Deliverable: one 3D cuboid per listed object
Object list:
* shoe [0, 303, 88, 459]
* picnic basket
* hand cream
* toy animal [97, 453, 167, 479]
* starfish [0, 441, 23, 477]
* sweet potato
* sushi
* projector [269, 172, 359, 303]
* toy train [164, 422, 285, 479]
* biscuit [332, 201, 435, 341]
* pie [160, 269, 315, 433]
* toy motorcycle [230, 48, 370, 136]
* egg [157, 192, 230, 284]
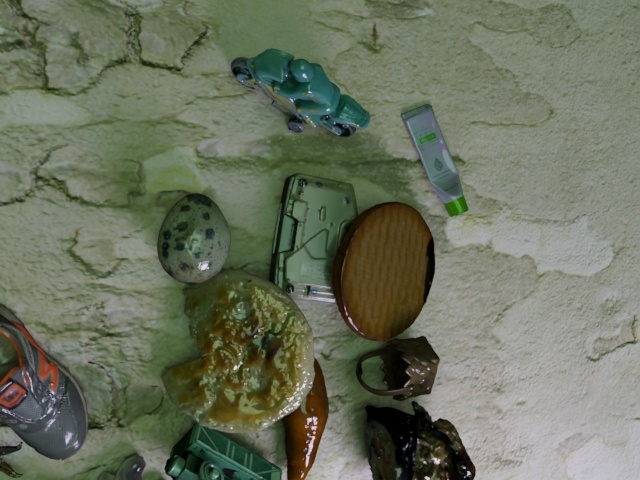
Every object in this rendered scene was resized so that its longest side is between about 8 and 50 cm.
[{"bbox_3d":[-0.531,0.259,0.962,0.132,0.171,0.336,-35,101,-17],"label":"shoe"},{"bbox_3d":[0.169,0.292,1.237,0.179,0.128,0.137,-3,121,-15],"label":"picnic basket"},{"bbox_3d":[0.285,-0.193,1.323,0.079,0.050,0.275,-28,96,-45],"label":"hand cream"},{"bbox_3d":[-0.308,0.583,1.051,0.266,0.188,0.307,-7,97,-11],"label":"toy animal"},{"bbox_3d":[-0.612,0.393,1.001,0.133,0.041,0.130,-24,112,-16],"label":"starfish"},{"bbox_3d":[-0.038,0.356,1.178,0.112,0.112,0.359,-8,92,-20],"label":"sweet potato"},{"bbox_3d":[0.217,0.470,1.207,0.219,0.238,0.225,-6,85,-3],"label":"sushi"},{"bbox_3d":[0.000,0.000,1.195,0.194,0.088,0.269,9,88,-17],"label":"projector"},{"bbox_3d":[-0.193,0.489,1.091,0.269,0.154,0.115,37,101,-17],"label":"toy train"},{"bbox_3d":[0.149,0.070,1.224,0.318,0.040,0.317,-7,101,-40],"label":"biscuit"},{"bbox_3d":[-0.159,0.225,1.106,0.338,0.075,0.337,0,88,2],"label":"pie"},{"bbox_3d":[-0.035,-0.309,1.121,0.296,0.198,0.109,28,77,-19],"label":"toy motorcycle"},{"bbox_3d":[-0.247,-0.004,1.077,0.141,0.141,0.181,8,78,-20],"label":"egg"}]
